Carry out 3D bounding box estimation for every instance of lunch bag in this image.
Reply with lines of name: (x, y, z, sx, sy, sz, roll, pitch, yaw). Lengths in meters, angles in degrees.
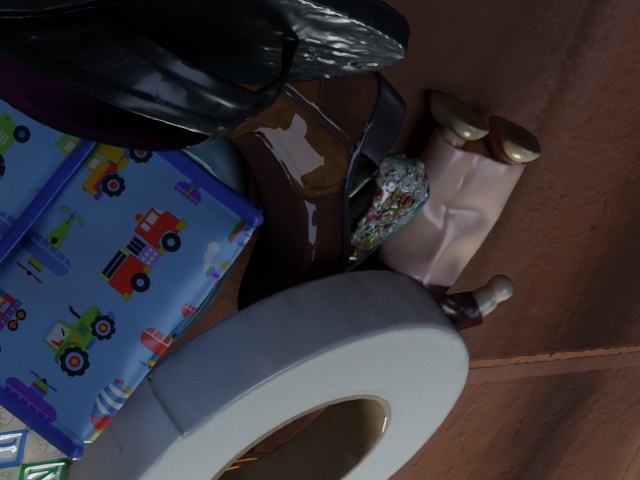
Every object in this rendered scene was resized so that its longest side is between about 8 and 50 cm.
lunch bag: (-0.223, -0.022, 0.983, 0.293, 0.138, 0.221, 37, 91, -5)

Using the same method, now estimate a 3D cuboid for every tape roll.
tape roll: (-0.042, 0.179, 1.210, 0.392, 0.072, 0.392, -26, 151, -16)

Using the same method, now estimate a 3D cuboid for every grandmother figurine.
grandmother figurine: (0.100, 0.028, 1.359, 0.208, 0.104, 0.342, 25, 112, -11)

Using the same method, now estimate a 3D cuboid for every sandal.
sandal: (-0.164, -0.117, 0.864, 0.446, 0.167, 0.107, 3, 79, -11)

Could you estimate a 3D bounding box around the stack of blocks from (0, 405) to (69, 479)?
stack of blocks: (-0.317, 0.208, 1.140, 0.171, 0.087, 0.297, -4, 132, -29)

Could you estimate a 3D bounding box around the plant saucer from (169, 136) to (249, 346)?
plant saucer: (-0.193, 0.011, 1.155, 0.318, 0.043, 0.317, -20, 133, -24)

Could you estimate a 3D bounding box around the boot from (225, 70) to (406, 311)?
boot: (-0.067, -0.080, 1.099, 0.280, 0.096, 0.264, 33, 86, -44)

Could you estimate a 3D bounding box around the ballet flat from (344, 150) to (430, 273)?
ballet flat: (0.000, 0.000, 1.257, 0.077, 0.091, 0.241, 33, 108, -37)

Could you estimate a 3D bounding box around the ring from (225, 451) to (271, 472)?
ring: (-0.135, 0.364, 1.484, 0.337, 0.032, 0.336, -20, 132, -24)
